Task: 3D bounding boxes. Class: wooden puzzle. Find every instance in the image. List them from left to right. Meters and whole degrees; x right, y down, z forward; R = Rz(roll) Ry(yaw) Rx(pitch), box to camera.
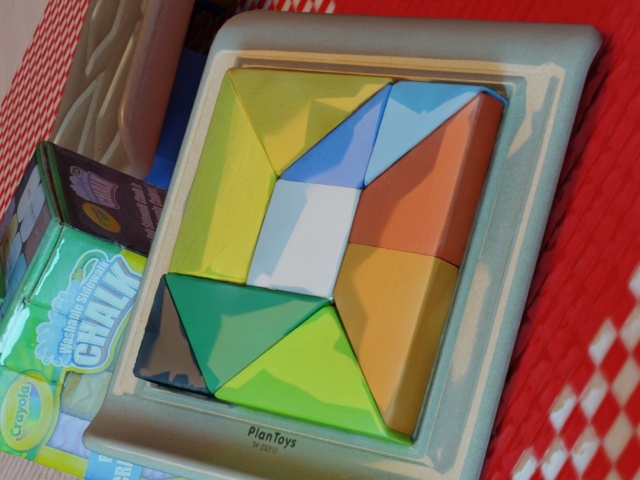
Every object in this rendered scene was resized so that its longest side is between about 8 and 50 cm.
[{"bbox_3d":[-0.132,-0.138,1.474,0.348,0.080,0.322,138,149,-61],"label":"wooden puzzle"},{"bbox_3d":[0.000,0.000,0.866,0.221,0.044,0.239,8,74,41],"label":"wooden puzzle"}]

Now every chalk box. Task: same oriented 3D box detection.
[{"bbox_3d":[-0.118,0.043,1.020,0.132,0.213,0.132,-63,20,15],"label":"chalk box"}]
